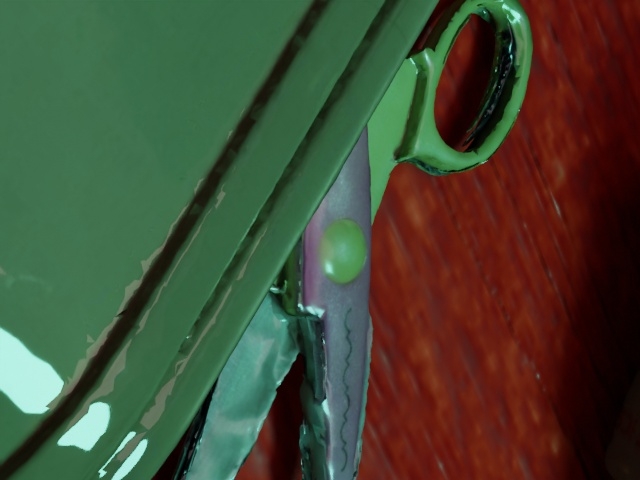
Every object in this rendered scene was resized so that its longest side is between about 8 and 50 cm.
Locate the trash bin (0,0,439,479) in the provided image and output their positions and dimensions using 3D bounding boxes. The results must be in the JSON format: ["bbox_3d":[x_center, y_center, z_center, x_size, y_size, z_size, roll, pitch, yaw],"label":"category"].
[{"bbox_3d":[-0.105,-0.086,0.396,0.247,0.121,0.243,43,67,-34],"label":"trash bin"}]

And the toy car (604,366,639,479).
[{"bbox_3d":[0.178,0.087,0.674,0.235,0.145,0.235,-9,110,-24],"label":"toy car"}]

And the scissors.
[{"bbox_3d":[0.000,0.000,0.565,0.133,0.020,0.187,18,81,-39],"label":"scissors"}]
